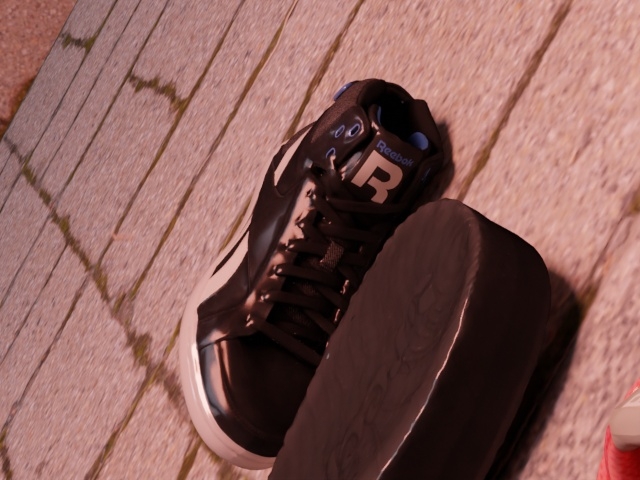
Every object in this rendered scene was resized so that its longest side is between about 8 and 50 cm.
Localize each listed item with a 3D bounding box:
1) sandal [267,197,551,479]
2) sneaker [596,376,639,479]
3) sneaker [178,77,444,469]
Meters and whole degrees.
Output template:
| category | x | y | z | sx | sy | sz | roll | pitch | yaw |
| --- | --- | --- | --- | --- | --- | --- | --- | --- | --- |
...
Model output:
| category | x | y | z | sx | sy | sz | roll | pitch | yaw |
| --- | --- | --- | --- | --- | --- | --- | --- | --- | --- |
| sandal | -0.056 | 0.178 | 0.689 | 0.446 | 0.107 | 0.167 | -65 | 17 | -4 |
| sneaker | 0.130 | 0.036 | 0.351 | 0.116 | 0.136 | 0.314 | -21 | 43 | 62 |
| sneaker | 0.000 | 0.000 | 0.849 | 0.121 | 0.079 | 0.217 | -45 | 23 | 45 |
